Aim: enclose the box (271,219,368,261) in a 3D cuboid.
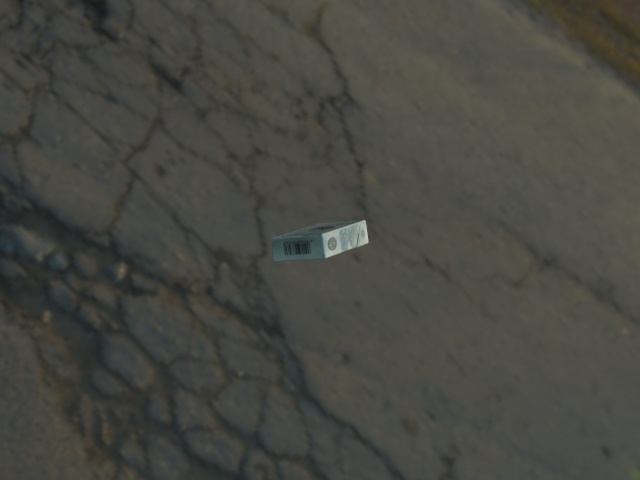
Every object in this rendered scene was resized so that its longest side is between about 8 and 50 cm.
[{"bbox_3d":[0.000,0.000,1.243,0.083,0.054,0.024,-19,101,-59],"label":"box"}]
